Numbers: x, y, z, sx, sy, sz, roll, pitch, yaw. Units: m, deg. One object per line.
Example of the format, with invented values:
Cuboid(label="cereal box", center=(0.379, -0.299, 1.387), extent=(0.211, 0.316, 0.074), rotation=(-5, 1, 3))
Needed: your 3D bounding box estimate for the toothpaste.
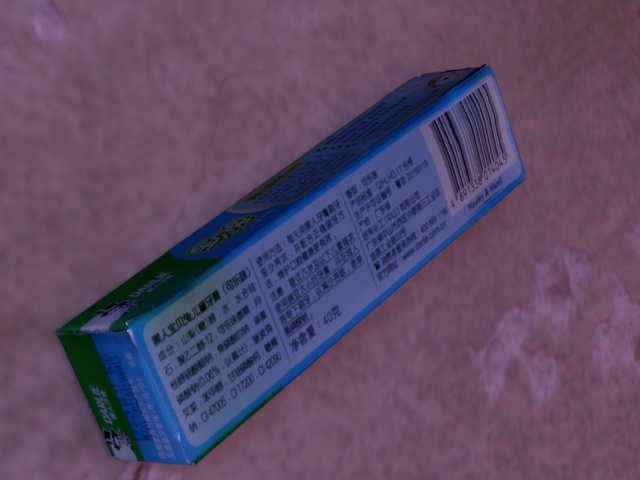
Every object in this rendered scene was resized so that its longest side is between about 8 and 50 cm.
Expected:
Cuboid(label="toothpaste", center=(0.000, 0.000, 0.679), extent=(0.266, 0.050, 0.065), rotation=(-38, 116, -42))
